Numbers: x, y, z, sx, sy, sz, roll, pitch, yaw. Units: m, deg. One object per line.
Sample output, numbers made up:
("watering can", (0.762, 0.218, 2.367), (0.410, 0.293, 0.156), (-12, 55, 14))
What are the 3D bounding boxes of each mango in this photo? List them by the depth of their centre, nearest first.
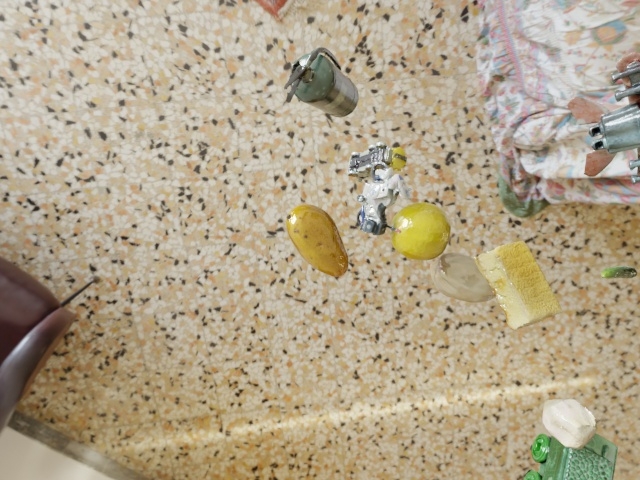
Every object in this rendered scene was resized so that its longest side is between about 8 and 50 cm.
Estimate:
("mango", (0.000, 0.000, 1.083), (0.109, 0.147, 0.227), (-31, 104, 38))

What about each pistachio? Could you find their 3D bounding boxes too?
("pistachio", (0.655, 0.175, 1.816), (0.332, 0.226, 0.207), (21, 101, 10))

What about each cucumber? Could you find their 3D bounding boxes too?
("cucumber", (0.882, 0.093, 1.180), (0.168, 0.039, 0.039), (0, 109, -22))

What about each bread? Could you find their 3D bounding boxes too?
("bread", (0.664, 0.149, 1.362), (0.185, 0.274, 0.114), (-8, 154, -27))

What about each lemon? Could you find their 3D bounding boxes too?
("lemon", (0.388, -0.039, 1.636), (0.220, 0.240, 0.240), (8, 107, -13))

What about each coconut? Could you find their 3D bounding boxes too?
("coconut", (0.625, 0.455, 1.024), (0.110, 0.124, 0.110), (-17, 127, -24))

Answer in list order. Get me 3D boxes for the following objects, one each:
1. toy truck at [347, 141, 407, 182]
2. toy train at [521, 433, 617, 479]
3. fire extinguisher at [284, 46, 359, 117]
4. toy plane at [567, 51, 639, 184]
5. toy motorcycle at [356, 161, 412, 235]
("toy truck", (0.203, -0.283, 1.484), (0.114, 0.227, 0.097), (16, 78, -32))
("toy train", (0.668, 0.643, 1.099), (0.145, 0.201, 0.266), (29, 61, 10))
("fire extinguisher", (0.001, -0.310, 0.796), (0.093, 0.294, 0.118), (33, 107, 10))
("toy plane", (0.557, -0.189, 0.579), (0.327, 0.104, 0.222), (-6, 123, 45))
("toy motorcycle", (0.187, -0.112, 1.199), (0.150, 0.102, 0.221), (28, 113, 31))
